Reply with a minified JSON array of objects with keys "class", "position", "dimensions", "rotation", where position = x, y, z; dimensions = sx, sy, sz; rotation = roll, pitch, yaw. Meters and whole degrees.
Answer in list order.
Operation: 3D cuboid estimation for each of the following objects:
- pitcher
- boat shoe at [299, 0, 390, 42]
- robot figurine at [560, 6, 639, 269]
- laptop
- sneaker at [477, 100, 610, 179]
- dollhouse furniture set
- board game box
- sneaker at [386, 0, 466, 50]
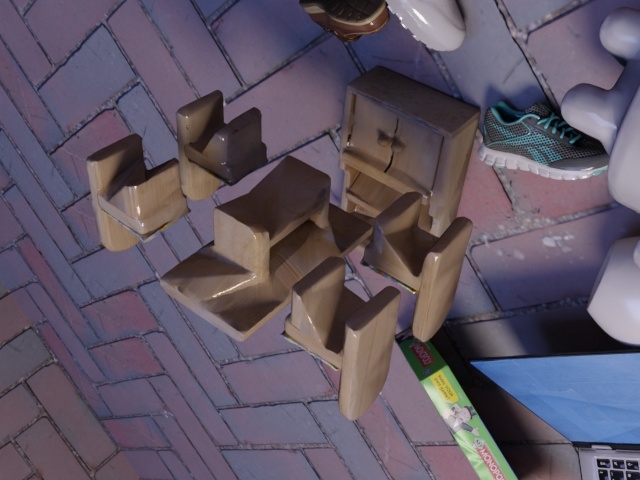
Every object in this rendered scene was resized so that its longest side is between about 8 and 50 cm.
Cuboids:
[{"class":"pitcher","position":[0.397,0.091,0.867],"dimensions":[0.207,0.125,0.177],"rotation":[22,142,15]},{"class":"boat shoe","position":[0.037,-0.267,0.941],"dimensions":[0.060,0.064,0.178],"rotation":[49,176,-32]},{"class":"robot figurine","position":[0.386,-0.077,0.662],"dimensions":[0.353,0.200,0.300],"rotation":[32,110,26]},{"class":"laptop","position":[0.413,0.317,0.914],"dimensions":[0.382,0.236,0.407],"rotation":[-13,82,49]},{"class":"sneaker","position":[0.248,-0.115,0.887],"dimensions":[0.166,0.065,0.076],"rotation":[14,125,35]},{"class":"dollhouse furniture set","position":[0.000,0.000,0.949],"dimensions":[0.362,0.394,0.256],"rotation":[30,138,26]},{"class":"board game box","position":[0.219,0.285,1.149],"dimensions":[0.317,0.046,0.213],"rotation":[58,180,-10]},{"class":"sneaker","position":[0.098,-0.313,0.860],"dimensions":[0.095,0.090,0.235],"rotation":[-31,106,25]}]
